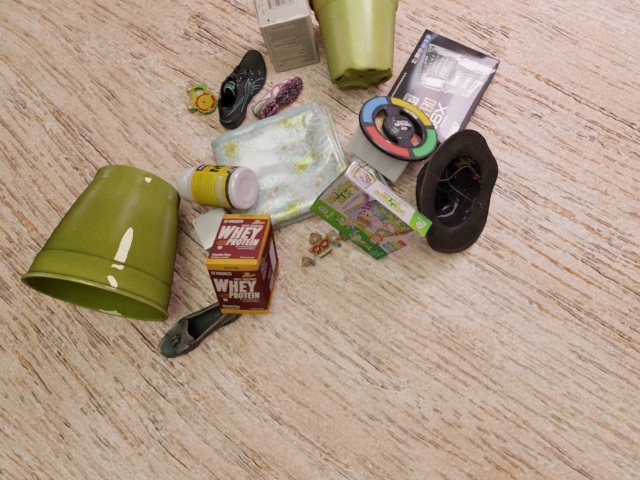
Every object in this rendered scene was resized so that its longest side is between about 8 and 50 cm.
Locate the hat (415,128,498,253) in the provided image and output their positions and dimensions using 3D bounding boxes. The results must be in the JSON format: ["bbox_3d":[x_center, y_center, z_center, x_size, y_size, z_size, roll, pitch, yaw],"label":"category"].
[{"bbox_3d":[0.336,-0.137,1.334,0.134,0.331,0.331,20,79,49],"label":"hat"}]

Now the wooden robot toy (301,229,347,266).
[{"bbox_3d":[0.000,0.000,1.397,0.173,0.076,0.079,-36,66,-2],"label":"wooden robot toy"}]

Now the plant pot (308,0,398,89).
[{"bbox_3d":[0.111,-0.590,1.425,0.276,0.276,0.253,-5,89,6],"label":"plant pot"}]

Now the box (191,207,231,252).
[{"bbox_3d":[-0.299,-0.030,1.426,0.101,0.087,0.102,-27,76,1],"label":"box"}]

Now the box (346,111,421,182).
[{"bbox_3d":[0.184,-0.270,1.380,0.170,0.091,0.130,36,48,4],"label":"box"}]

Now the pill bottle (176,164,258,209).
[{"bbox_3d":[-0.289,-0.151,1.364,0.209,0.119,0.119,7,79,27],"label":"pill bottle"}]

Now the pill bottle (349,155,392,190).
[{"bbox_3d":[0.142,-0.182,1.412,0.078,0.078,0.137,-27,76,0],"label":"pill bottle"}]

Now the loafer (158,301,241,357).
[{"bbox_3d":[-0.348,0.239,1.377,0.268,0.084,0.096,-32,77,-1],"label":"loafer"}]

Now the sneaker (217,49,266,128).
[{"bbox_3d":[-0.242,-0.477,1.506,0.101,0.106,0.267,16,79,11],"label":"sneaker"}]

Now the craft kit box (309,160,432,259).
[{"bbox_3d":[0.120,-0.066,1.268,0.247,0.250,0.061,39,64,-6],"label":"craft kit box"}]

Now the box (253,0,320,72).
[{"bbox_3d":[-0.096,-0.629,1.453,0.149,0.232,0.126,-12,77,4],"label":"box"}]

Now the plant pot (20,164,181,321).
[{"bbox_3d":[-0.549,-0.002,1.340,0.367,0.366,0.352,7,68,8],"label":"plant pot"}]

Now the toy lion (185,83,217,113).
[{"bbox_3d":[-0.376,-0.447,1.554,0.096,0.034,0.100,-7,77,-2],"label":"toy lion"}]

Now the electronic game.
[{"bbox_3d":[0.210,-0.303,1.318,0.229,0.048,0.229,10,56,-15],"label":"electronic game"}]

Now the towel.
[{"bbox_3d":[-0.107,-0.211,1.442,0.375,0.090,0.320,-20,76,2],"label":"towel"}]

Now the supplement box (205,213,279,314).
[{"bbox_3d":[-0.199,0.062,1.304,0.129,0.194,0.191,1,43,7],"label":"supplement box"}]

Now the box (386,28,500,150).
[{"bbox_3d":[0.343,-0.433,1.441,0.242,0.076,0.307,29,83,11],"label":"box"}]

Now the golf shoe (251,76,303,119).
[{"bbox_3d":[-0.135,-0.446,1.504,0.186,0.067,0.086,-43,51,-14],"label":"golf shoe"}]
